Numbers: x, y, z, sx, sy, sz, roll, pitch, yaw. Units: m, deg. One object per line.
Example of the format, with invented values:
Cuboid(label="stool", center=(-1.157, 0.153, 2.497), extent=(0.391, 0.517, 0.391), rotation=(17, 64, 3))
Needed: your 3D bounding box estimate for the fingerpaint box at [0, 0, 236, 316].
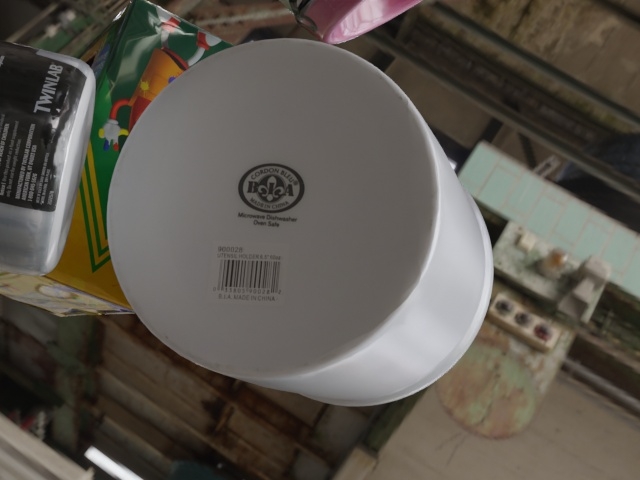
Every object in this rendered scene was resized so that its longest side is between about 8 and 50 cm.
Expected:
Cuboid(label="fingerpaint box", center=(-0.320, -0.090, 1.398), extent=(0.163, 0.371, 0.445), rotation=(24, -14, -23))

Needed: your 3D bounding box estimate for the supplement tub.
Cuboid(label="supplement tub", center=(-0.360, -0.090, 0.826), extent=(0.316, 0.193, 0.193), rotation=(12, -35, -10))

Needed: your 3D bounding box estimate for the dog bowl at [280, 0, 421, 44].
Cuboid(label="dog bowl", center=(0.108, -0.405, 1.282), extent=(0.408, 0.408, 0.150), rotation=(-31, -89, 52))

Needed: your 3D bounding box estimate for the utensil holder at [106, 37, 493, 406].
Cuboid(label="utensil holder", center=(0.000, 0.000, 1.029), extent=(0.328, 0.327, 0.385), rotation=(23, -5, 17))

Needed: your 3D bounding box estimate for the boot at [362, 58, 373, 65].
Cuboid(label="boot", center=(0.049, -0.174, 1.528), extent=(0.076, 0.189, 0.208), rotation=(31, 8, 13))
